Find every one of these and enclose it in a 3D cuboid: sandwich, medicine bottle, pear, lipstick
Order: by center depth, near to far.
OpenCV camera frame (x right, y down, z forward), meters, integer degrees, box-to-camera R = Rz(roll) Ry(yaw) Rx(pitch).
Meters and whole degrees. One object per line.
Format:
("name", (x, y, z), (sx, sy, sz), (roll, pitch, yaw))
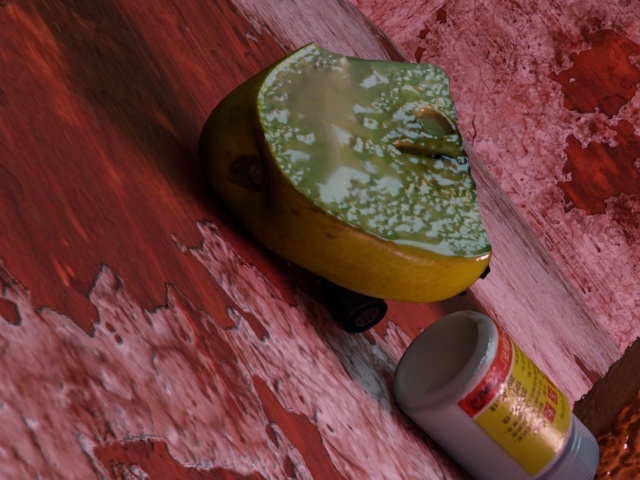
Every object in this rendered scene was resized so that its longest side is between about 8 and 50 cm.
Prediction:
("pear", (0.008, -0.061, 1.257), (0.282, 0.176, 0.286), (6, 56, -25))
("medicine bottle", (0.195, 0.192, 1.316), (0.225, 0.139, 0.139), (45, 16, -25))
("lipstick", (0.000, 0.000, 1.367), (0.053, 0.053, 0.234), (31, 24, -55))
("sandwich", (0.491, 0.237, 1.746), (0.131, 0.325, 0.262), (41, 15, 3))
